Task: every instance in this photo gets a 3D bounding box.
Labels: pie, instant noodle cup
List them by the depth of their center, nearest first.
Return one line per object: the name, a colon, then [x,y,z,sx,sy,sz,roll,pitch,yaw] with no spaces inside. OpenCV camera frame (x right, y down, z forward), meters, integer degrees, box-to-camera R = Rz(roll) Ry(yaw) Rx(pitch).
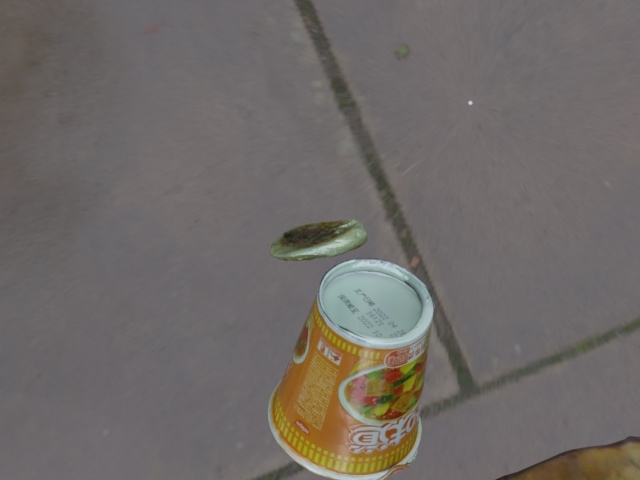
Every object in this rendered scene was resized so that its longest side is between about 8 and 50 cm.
pie: [0.000,0.000,1.216,0.085,0.085,0.017,-13,105,7]
instant noodle cup: [0.040,0.122,1.471,0.168,0.168,0.185,15,134,4]

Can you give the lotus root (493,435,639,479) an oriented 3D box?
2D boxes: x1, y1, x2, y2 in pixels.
lotus root: [0.125,0.206,0.619,0.199,0.180,0.188,-25,131,10]
